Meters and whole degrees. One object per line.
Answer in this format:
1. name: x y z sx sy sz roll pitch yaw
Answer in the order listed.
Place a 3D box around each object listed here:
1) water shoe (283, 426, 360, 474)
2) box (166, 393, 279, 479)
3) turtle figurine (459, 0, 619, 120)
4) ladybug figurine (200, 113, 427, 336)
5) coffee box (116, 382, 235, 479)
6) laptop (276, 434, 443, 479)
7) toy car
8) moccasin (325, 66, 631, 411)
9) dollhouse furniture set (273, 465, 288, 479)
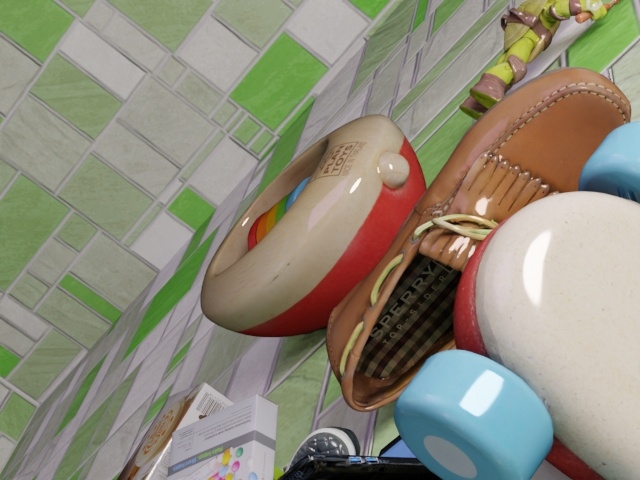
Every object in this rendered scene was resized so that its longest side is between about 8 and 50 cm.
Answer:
1. water shoe: -0.025 0.269 1.065 0.203 0.073 0.080 -53 -16 7
2. box: -0.111 0.274 1.192 0.145 0.038 0.186 -28 44 35
3. turtle figurine: 0.261 -0.249 1.366 0.217 0.087 0.269 -55 13 -9
4. ladybug figurine: 0.000 0.000 1.441 0.305 0.162 0.449 -59 14 -28
5. coffee box: -0.198 0.317 1.422 0.246 0.098 0.141 -59 14 -27
6. laptop: 0.026 0.171 0.872 0.234 0.264 0.136 -48 45 39
7. toy car: 0.144 0.097 0.637 0.219 0.210 0.238 -47 -4 -28
8. moccasin: 0.136 0.007 1.008 0.380 0.139 0.147 -45 21 20
9. dollhouse furniture set: -0.075 0.270 1.206 0.076 0.058 0.152 -58 14 -21
